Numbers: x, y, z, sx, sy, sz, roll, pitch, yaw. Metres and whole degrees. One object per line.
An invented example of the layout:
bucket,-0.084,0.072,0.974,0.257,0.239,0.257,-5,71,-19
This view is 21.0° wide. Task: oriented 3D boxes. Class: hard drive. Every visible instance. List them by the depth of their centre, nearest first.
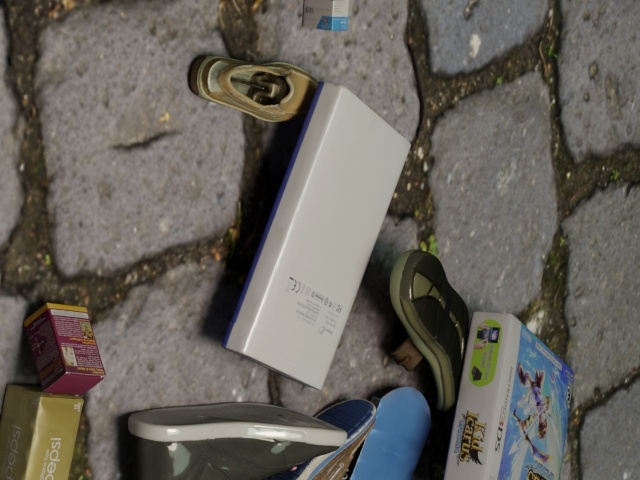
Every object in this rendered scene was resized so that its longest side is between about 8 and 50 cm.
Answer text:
hard drive,0.000,0.000,2.007,0.210,0.040,0.319,33,75,-60

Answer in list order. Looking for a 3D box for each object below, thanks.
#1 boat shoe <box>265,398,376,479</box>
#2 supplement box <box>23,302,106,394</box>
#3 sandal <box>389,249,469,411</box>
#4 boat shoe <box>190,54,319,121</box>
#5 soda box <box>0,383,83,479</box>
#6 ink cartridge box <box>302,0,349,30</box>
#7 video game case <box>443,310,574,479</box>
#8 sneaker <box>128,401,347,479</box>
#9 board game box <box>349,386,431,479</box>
boat shoe,0.001,0.265,2.092,0.183,0.066,0.066,-38,130,-22
supplement box,-0.260,0.110,1.761,0.055,0.043,0.083,12,50,-47
sandal,0.124,0.105,2.157,0.303,0.086,0.120,64,34,-50
boat shoe,-0.055,-0.165,1.919,0.190,0.072,0.068,0,98,-47
soda box,-0.298,0.241,1.768,0.058,0.061,0.181,9,92,-46
ink cartridge box,0.008,-0.283,1.974,0.028,0.048,0.083,-7,105,-45
video game case,0.253,0.250,2.277,0.269,0.061,0.244,39,59,-56
sneaker,-0.099,0.267,1.959,0.296,0.104,0.147,3,99,-41
board game box,0.079,0.263,2.192,0.133,0.033,0.169,29,80,-52
